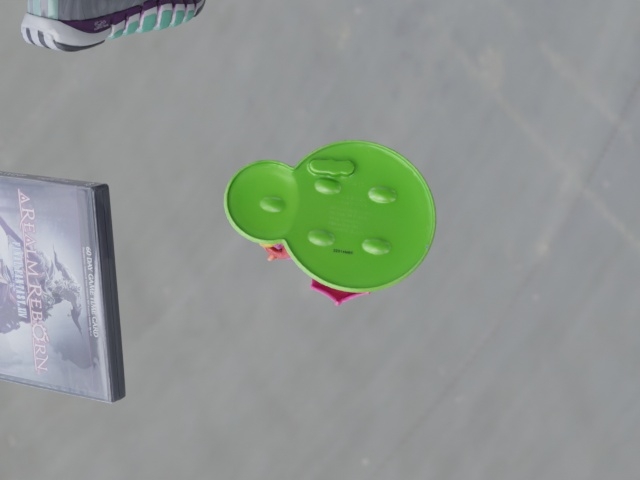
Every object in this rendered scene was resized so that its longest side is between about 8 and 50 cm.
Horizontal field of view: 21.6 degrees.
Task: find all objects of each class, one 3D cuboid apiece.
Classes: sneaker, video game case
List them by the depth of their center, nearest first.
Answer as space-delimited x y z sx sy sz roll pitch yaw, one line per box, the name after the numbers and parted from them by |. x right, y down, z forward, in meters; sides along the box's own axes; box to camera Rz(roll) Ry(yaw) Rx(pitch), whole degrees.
-0.169 -0.231 1.441 0.083 0.223 0.098 13 114 26 | sneaker
-0.293 0.032 1.520 0.274 0.026 0.196 8 108 35 | video game case

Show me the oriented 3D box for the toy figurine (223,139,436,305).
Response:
0.000 0.000 1.419 0.159 0.173 0.130 109 168 -71 | toy figurine
